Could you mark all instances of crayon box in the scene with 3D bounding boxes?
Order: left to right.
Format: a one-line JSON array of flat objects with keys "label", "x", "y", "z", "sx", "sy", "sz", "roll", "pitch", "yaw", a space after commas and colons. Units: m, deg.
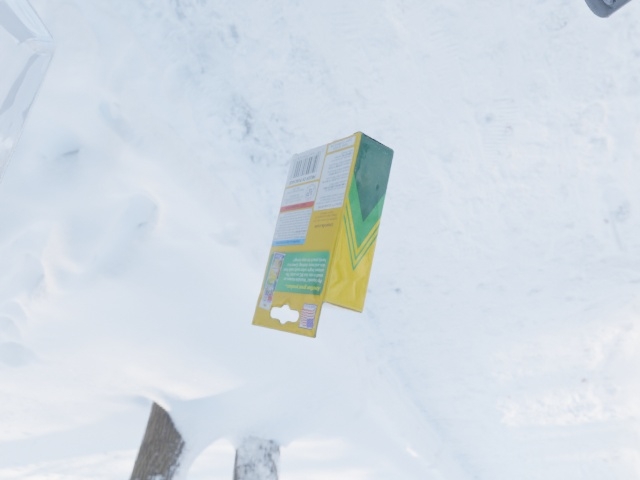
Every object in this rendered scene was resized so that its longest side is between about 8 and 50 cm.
[{"label": "crayon box", "x": 0.000, "y": 0.000, "z": 0.816, "sx": 0.083, "sy": 0.323, "sz": 0.203, "roll": 21, "pitch": 166, "yaw": -33}]

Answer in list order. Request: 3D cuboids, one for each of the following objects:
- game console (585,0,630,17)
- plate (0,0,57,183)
[{"label": "game console", "x": 0.623, "y": -0.720, "z": 1.118, "sx": 0.060, "sy": 0.342, "sz": 0.386, "roll": -30, "pitch": 93, "yaw": 19}, {"label": "plate", "x": -0.367, "y": -0.171, "z": 0.444, "sx": 0.045, "sy": 0.278, "sz": 0.277, "roll": 9, "pitch": 160, "yaw": 0}]
